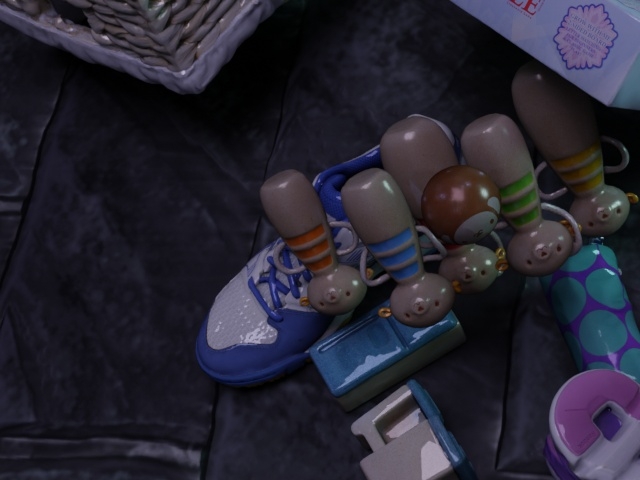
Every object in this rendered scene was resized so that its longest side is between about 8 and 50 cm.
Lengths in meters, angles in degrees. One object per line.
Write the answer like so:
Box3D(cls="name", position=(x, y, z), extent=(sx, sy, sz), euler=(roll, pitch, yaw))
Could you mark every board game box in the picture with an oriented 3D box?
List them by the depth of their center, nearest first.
Box3D(cls="board game box", position=(0.205, -0.204, 1.061), extent=(0.318, 0.319, 0.066), euler=(41, 116, 31))

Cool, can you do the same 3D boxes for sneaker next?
Box3D(cls="sneaker", position=(0.251, 0.198, 0.945), extent=(0.236, 0.104, 0.095), euler=(44, 64, 10))
Box3D(cls="sneaker", position=(0.000, 0.000, 1.114), extent=(0.296, 0.131, 0.112), euler=(-41, 59, -5))

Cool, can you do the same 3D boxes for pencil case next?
Box3D(cls="pencil case", position=(0.227, 0.074, 1.033), extent=(0.070, 0.064, 0.151), euler=(-7, 57, -14))

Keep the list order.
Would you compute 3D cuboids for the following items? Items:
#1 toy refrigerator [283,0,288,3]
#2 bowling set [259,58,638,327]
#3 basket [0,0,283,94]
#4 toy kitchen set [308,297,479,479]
Box3D(cls="toy refrigerator", position=(-0.067, -0.292, 1.325), extent=(0.269, 0.094, 0.102), euler=(-29, 50, 1))
Box3D(cls="bowling set", position=(0.096, 0.000, 0.957), extent=(0.287, 0.154, 0.200), euler=(-23, 20, 11))
Box3D(cls="basket", position=(-0.170, -0.364, 1.189), extent=(0.328, 0.266, 0.331), euler=(25, 67, 36))
Box3D(cls="toy kitchen set", position=(0.072, 0.114, 1.002), extent=(0.122, 0.166, 0.207), euler=(-32, 57, 0))
